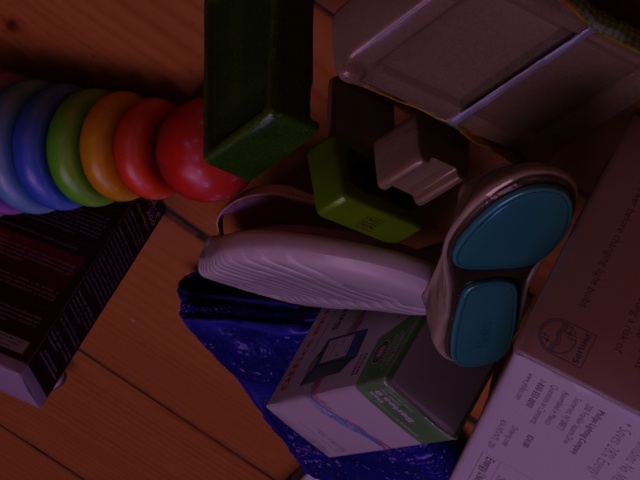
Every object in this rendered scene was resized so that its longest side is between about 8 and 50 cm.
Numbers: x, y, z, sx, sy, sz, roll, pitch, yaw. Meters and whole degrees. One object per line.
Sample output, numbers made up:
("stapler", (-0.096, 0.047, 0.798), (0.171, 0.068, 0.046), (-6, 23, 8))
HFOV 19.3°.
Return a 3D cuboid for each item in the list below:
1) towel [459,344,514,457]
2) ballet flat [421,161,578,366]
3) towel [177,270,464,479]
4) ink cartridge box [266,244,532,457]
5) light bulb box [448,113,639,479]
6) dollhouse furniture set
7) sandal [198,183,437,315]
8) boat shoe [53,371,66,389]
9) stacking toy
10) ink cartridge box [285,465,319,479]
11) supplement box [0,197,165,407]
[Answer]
("towel", (0.257, 0.208, 1.640), (0.275, 0.199, 0.031), (30, 121, 3))
("ballet flat", (0.118, -0.001, 1.330), (0.086, 0.086, 0.248), (28, 145, 7))
("towel", (0.002, 0.155, 1.926), (0.228, 0.076, 0.308), (6, 145, 44))
("ink cartridge box", (0.065, 0.100, 1.666), (0.093, 0.154, 0.212), (39, 154, -16))
("light bulb box", (0.311, 0.148, 1.402), (0.361, 0.225, 0.358), (27, 154, 7))
("dollhouse furniture set", (0.080, -0.144, 1.316), (0.197, 0.151, 0.301), (22, 144, -32))
("sandal", (-0.014, -0.004, 1.609), (0.169, 0.102, 0.416), (16, 173, -20))
("boat shoe", (-0.356, 0.173, 2.394), (0.040, 0.049, 0.142), (24, 163, -33))
("stacking toy", (-0.196, -0.084, 1.664), (0.330, 0.141, 0.141), (2, 143, 37))
("ink cartridge box", (0.058, 0.343, 2.241), (0.224, 0.045, 0.223), (32, 155, -2))
("supplement box", (-0.265, 0.026, 1.794), (0.130, 0.239, 0.073), (20, 154, 22))
